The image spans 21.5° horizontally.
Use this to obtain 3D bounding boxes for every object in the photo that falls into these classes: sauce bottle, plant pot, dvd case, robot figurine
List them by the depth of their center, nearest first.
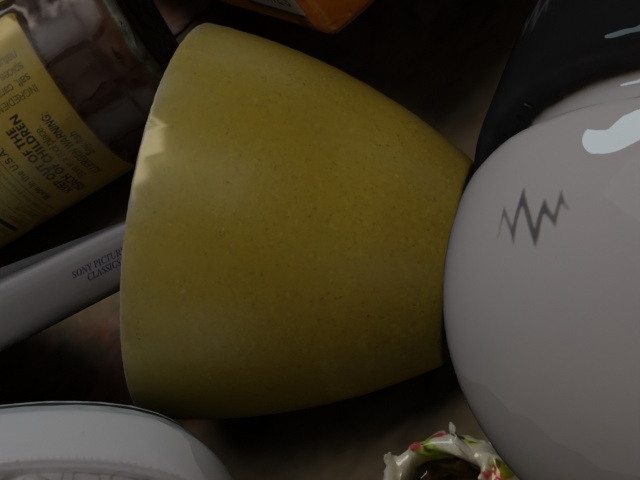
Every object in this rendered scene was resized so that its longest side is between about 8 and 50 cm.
[{"bbox_3d":[0.141,-0.038,0.450,0.174,0.209,0.278,15,59,18],"label":"robot figurine"},{"bbox_3d":[0.000,0.000,0.561,0.095,0.134,0.134,8,54,10],"label":"plant pot"},{"bbox_3d":[-0.193,0.061,0.574,0.253,0.022,0.180,-29,8,-38],"label":"dvd case"},{"bbox_3d":[-0.220,-0.011,0.725,0.344,0.111,0.111,-29,41,9],"label":"sauce bottle"}]

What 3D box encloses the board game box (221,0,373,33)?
[{"bbox_3d":[-0.049,-0.351,0.676,0.356,0.356,0.356,-46,28,-8],"label":"board game box"}]

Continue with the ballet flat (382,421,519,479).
[{"bbox_3d":[0.021,0.153,0.428,0.091,0.077,0.241,-11,48,27],"label":"ballet flat"}]

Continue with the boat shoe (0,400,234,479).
[{"bbox_3d":[-0.181,0.118,0.570,0.335,0.121,0.119,-20,25,12],"label":"boat shoe"}]
